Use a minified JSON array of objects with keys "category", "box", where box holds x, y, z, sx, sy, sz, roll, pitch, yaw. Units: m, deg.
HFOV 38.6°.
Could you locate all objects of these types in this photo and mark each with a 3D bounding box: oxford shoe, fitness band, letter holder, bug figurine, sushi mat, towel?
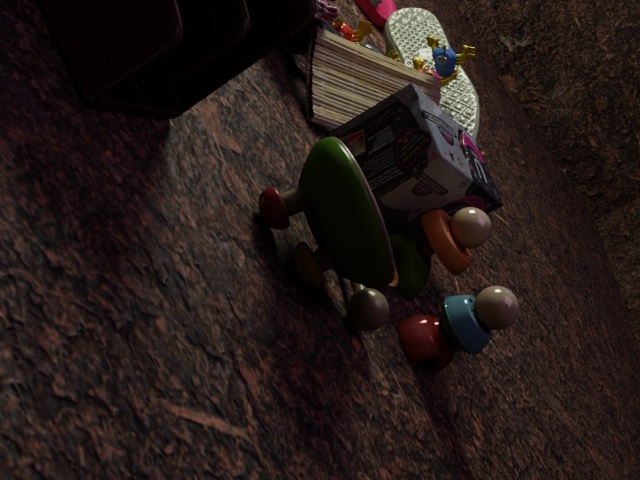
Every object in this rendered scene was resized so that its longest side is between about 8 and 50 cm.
[{"category":"oxford shoe","box":[0.211,-0.282,1.810,0.130,0.169,0.449,91,-7,-50]},{"category":"fitness band","box":[0.081,-0.610,2.053,0.291,0.054,0.209,53,20,-20]},{"category":"letter holder","box":[-0.165,-0.305,0.887,0.302,0.214,0.152,64,21,9]},{"category":"bug figurine","box":[0.138,-0.324,1.643,0.216,0.279,0.072,42,65,-72]},{"category":"sushi mat","box":[0.092,-0.228,1.457,0.316,0.019,0.151,10,79,-46]},{"category":"towel","box":[-0.065,-0.396,1.367,0.197,0.029,0.144,30,16,-20]}]

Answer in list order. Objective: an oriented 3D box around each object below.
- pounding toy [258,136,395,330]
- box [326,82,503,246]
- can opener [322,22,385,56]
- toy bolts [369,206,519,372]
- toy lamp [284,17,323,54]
[{"category":"pounding toy","box":[0.000,0.000,1.062,0.237,0.110,0.183,81,-15,-54]},{"category":"box","box":[0.152,-0.107,1.410,0.247,0.163,0.142,24,42,-56]},{"category":"can opener","box":[0.020,-0.342,1.528,0.280,0.093,0.074,44,22,-24]},{"category":"toy bolts","box":[0.164,0.047,1.249,0.218,0.158,0.228,24,42,-57]},{"category":"toy lamp","box":[0.051,-0.246,1.487,0.274,0.080,0.080,42,28,-34]}]
